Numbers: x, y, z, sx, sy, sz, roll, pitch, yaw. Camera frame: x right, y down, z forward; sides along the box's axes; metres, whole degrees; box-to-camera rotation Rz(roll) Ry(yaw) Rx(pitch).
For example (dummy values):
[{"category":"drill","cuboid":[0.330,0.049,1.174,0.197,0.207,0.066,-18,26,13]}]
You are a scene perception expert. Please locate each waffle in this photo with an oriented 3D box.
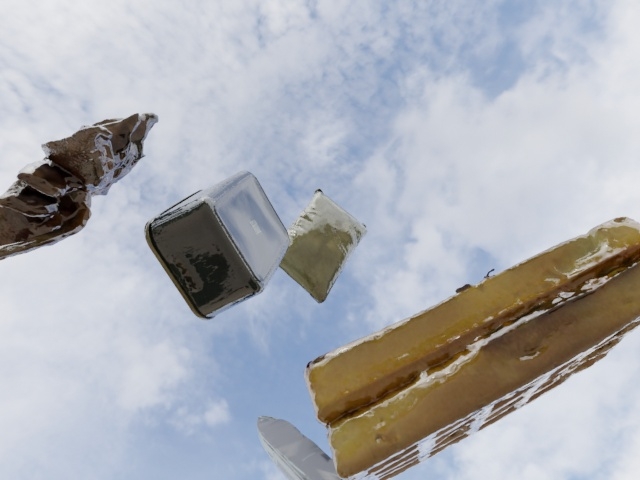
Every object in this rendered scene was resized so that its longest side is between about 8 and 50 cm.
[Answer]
[{"category":"waffle","cuboid":[0.157,0.120,0.421,0.327,0.098,0.224,-24,-32,-4]}]

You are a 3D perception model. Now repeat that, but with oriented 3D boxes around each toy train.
[{"category":"toy train","cuboid":[-0.039,0.326,0.650,0.055,0.252,0.048,-13,-83,-28]}]

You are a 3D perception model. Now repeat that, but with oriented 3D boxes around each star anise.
[{"category":"star anise","cuboid":[-0.377,-0.084,0.658,0.109,0.349,0.292,38,-79,-16]}]

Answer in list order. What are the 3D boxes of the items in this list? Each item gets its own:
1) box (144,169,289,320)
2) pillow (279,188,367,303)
[{"category":"box","cuboid":[-0.121,-0.005,0.575,0.090,0.201,0.144,-25,-76,17]},{"category":"pillow","cuboid":[0.000,0.000,1.094,0.185,0.302,0.075,40,-43,-4]}]
